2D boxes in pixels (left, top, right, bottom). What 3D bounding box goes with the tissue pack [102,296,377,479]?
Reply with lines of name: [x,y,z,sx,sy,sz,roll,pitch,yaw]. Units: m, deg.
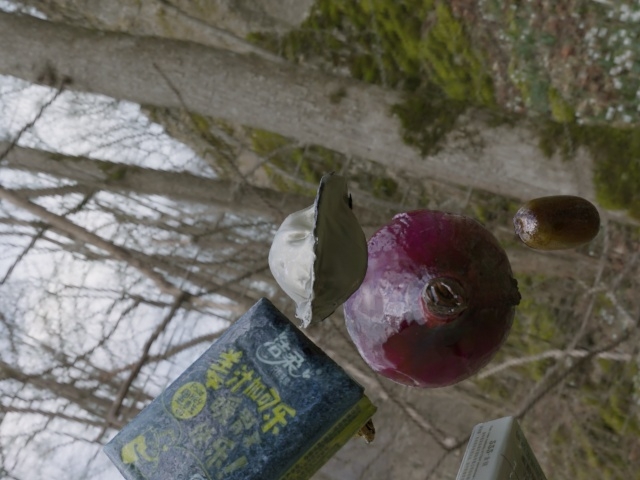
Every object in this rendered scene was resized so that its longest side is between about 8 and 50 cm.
tissue pack: [-0.091,0.209,0.968,0.257,0.185,0.081,-43,-37,-10]

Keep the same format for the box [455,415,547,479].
box: [0.228,0.359,1.096,0.168,0.071,0.259,62,-153,-10]

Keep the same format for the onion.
onion: [0.206,0.106,1.616,0.385,0.347,0.348,76,-145,-86]

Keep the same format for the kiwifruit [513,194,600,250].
kiwifruit: [0.318,-0.024,1.167,0.075,0.124,0.075,179,90,-68]

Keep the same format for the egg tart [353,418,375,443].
egg tart: [0.043,0.271,1.400,0.129,0.049,0.129,62,-172,-15]

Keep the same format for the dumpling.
dumpling: [0.000,0.000,1.247,0.172,0.142,0.247,90,-169,-52]
